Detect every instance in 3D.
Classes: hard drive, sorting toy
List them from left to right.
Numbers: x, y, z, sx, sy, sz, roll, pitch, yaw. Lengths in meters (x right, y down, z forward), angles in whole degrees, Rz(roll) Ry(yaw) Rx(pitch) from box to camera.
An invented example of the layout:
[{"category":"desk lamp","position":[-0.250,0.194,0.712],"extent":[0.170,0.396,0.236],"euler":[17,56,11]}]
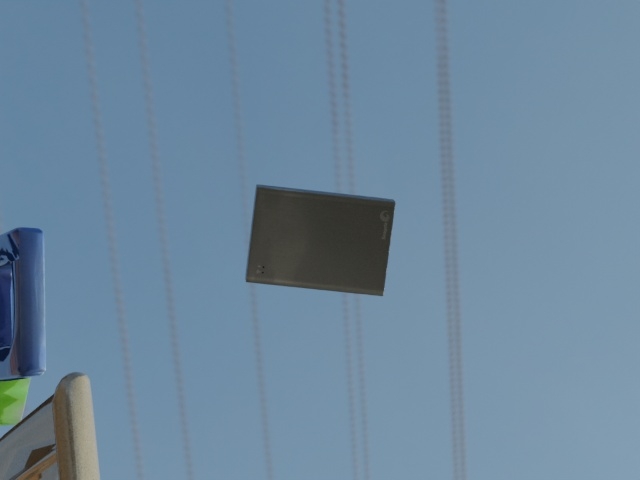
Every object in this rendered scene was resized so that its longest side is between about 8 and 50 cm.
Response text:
[{"category":"sorting toy","position":[-0.109,0.168,0.691],"extent":[0.196,0.047,0.347],"euler":[139,-52,-57]},{"category":"hard drive","position":[0.000,0.000,1.588],"extent":[0.135,0.022,0.094],"euler":[6,-80,-6]}]
